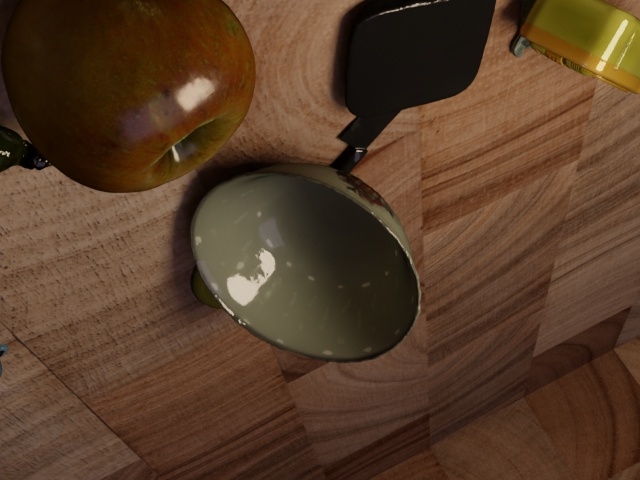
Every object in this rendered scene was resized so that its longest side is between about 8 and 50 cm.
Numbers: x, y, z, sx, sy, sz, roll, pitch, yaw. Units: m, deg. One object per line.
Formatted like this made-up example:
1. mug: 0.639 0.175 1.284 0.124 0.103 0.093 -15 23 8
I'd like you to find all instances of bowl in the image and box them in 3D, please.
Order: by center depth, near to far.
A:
1. bowl: 0.000 0.000 1.283 0.157 0.337 0.337 -60 177 -44

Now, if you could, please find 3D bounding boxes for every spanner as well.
1. spanner: 0.278 -0.341 1.200 0.071 0.017 0.302 -27 151 -5

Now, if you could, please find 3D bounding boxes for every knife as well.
1. knife: 0.064 -0.156 1.295 0.060 0.028 0.230 18 124 -43

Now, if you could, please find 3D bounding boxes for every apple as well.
1. apple: -0.188 -0.166 0.889 0.237 0.207 0.237 -34 170 -7

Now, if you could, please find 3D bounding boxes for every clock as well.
1. clock: 0.372 -0.272 1.236 0.202 0.143 0.096 0 119 -54

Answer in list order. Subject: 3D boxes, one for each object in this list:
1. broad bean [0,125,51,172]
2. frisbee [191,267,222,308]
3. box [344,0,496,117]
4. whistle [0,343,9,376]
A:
1. broad bean: -0.414 -0.100 0.899 0.339 0.061 0.077 7 127 -49
2. frisbee: -0.094 0.038 1.456 0.236 0.017 0.236 -22 150 -14
3. box: 0.125 -0.245 1.184 0.213 0.042 0.201 -19 148 -18
4. whistle: -0.546 0.205 1.245 0.269 0.093 0.180 -24 159 1
